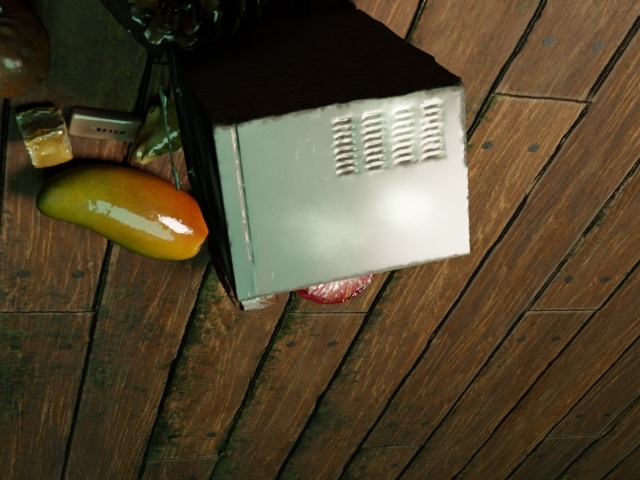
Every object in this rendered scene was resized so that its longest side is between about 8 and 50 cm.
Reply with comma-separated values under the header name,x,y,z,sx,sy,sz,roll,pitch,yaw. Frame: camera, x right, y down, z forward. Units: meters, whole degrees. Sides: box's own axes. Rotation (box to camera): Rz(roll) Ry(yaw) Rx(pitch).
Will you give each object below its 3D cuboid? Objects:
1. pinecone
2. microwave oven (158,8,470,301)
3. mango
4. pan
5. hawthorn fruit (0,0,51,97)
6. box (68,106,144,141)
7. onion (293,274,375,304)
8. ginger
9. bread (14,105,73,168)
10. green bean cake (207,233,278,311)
name,x,y,z,sx,sy,sz,roll,pitch,yaw
pinecone,-0.162,-0.341,1.288,0.205,0.184,0.179,-28,164,-48
microwave oven,-0.012,-0.142,1.345,0.375,0.432,0.236,-11,117,-12
mango,-0.323,-0.054,1.666,0.289,0.129,0.146,23,144,-33
pan,-0.276,-0.330,1.337,0.048,0.128,0.202,-45,136,2
hawthorn fruit,-0.437,-0.249,1.361,0.149,0.149,0.189,-15,139,0
box,-0.343,-0.184,1.577,0.115,0.025,0.048,5,141,-25
onion,0.000,0.000,1.823,0.230,0.163,0.230,-7,106,-28
ginger,-0.212,-0.197,1.561,0.115,0.081,0.205,5,134,-47
bread,-0.430,-0.165,1.537,0.070,0.076,0.083,-18,145,-15
green bean cake,-0.153,0.003,1.802,0.097,0.198,0.232,-17,129,-11
